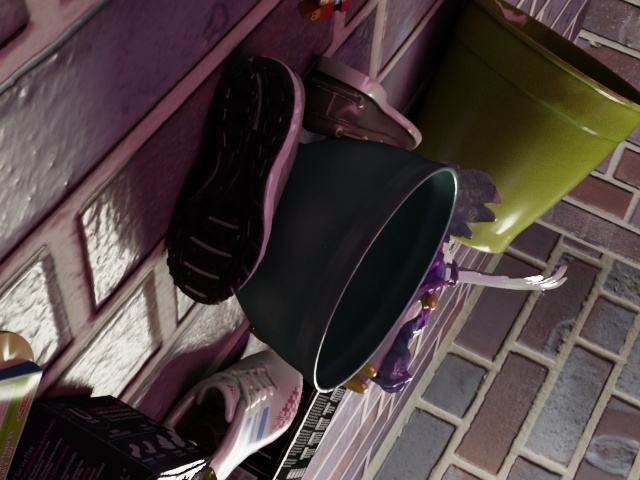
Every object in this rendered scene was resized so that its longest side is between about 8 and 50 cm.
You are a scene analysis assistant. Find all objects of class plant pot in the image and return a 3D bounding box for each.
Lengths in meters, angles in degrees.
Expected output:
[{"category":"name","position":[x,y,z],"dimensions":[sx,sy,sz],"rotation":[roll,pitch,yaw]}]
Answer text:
[{"category":"plant pot","position":[0.000,0.000,1.215],"dimensions":[0.293,0.196,0.293],"rotation":[-50,160,-26]},{"category":"plant pot","position":[0.310,-0.182,1.786],"dimensions":[0.353,0.366,0.366],"rotation":[-56,168,20]}]

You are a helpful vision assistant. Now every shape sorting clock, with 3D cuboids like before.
[{"category":"shape sorting clock","position":[-0.290,0.167,0.829],"dimensions":[0.206,0.040,0.206],"rotation":[-58,162,-32]}]

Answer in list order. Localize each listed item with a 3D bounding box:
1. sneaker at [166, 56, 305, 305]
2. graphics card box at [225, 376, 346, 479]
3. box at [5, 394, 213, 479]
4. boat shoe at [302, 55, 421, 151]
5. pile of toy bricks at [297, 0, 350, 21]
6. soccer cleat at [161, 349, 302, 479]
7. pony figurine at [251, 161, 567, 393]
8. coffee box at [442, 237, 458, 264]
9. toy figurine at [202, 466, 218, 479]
[{"category":"sneaker","position":[-0.076,-0.056,1.084],"dimensions":[0.272,0.100,0.108],"rotation":[-68,170,14]},{"category":"graphics card box","position":[-0.069,0.342,1.764],"dimensions":[0.371,0.094,0.233],"rotation":[-64,165,-4]},{"category":"box","position":[-0.239,0.289,1.012],"dimensions":[0.247,0.142,0.163],"rotation":[-62,166,1]},{"category":"boat shoe","position":[0.050,-0.145,1.348],"dimensions":[0.091,0.109,0.305],"rotation":[-63,159,-1]},{"category":"pile of toy bricks","position":[-0.032,-0.265,0.911],"dimensions":[0.105,0.118,0.212],"rotation":[-26,164,-13]},{"category":"soccer cleat","position":[-0.109,0.219,1.383],"dimensions":[0.331,0.116,0.143],"rotation":[-43,155,-52]},{"category":"pony figurine","position":[0.121,0.037,1.483],"dimensions":[0.364,0.351,0.303],"rotation":[-58,134,-21]},{"category":"coffee box","position":[0.148,0.006,1.854],"dimensions":[0.246,0.141,0.098],"rotation":[-23,137,-66]},{"category":"toy figurine","position":[-0.159,0.401,1.104],"dimensions":[0.217,0.191,0.362],"rotation":[-35,-175,-5]}]
